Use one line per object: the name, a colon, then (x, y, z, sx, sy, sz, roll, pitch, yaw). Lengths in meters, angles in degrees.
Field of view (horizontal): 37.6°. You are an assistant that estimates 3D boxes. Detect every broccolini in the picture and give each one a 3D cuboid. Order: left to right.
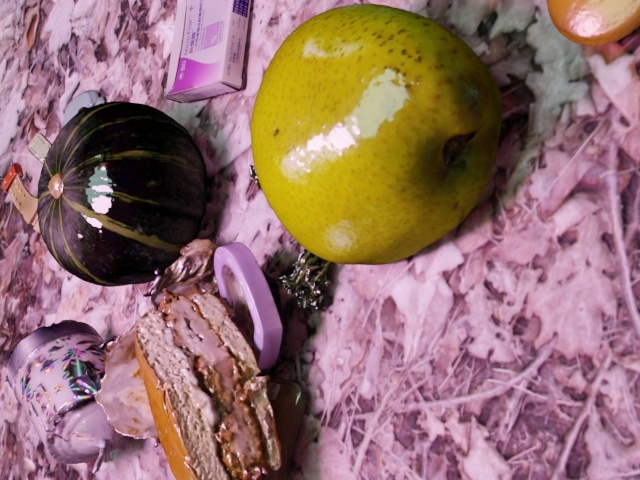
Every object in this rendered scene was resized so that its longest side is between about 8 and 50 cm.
broccolini: (0.007, 0.004, 1.341, 0.201, 0.074, 0.058, -64, 28, 12)

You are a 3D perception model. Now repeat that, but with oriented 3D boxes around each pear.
pear: (0.077, -0.148, 1.178, 0.318, 0.238, 0.342, -6, 78, 54)

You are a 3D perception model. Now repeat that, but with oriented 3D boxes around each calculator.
calculator: (-0.489, -0.260, 1.938, 0.153, 0.021, 0.095, -13, 73, 47)

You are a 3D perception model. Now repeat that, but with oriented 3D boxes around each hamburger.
hamburger: (-0.163, 0.230, 1.338, 0.282, 0.155, 0.245, 38, 134, 50)

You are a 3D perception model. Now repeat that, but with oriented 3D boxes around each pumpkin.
pumpkin: (-0.340, -0.078, 1.586, 0.323, 0.241, 0.323, -12, 72, 41)

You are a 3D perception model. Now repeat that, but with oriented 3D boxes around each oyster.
oyster: (-0.242, 0.154, 1.497, 0.198, 0.133, 0.337, 18, 90, 10)

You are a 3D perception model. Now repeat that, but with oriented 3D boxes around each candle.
candle: (-0.411, 0.288, 1.625, 0.330, 0.187, 0.187, 44, 113, 40)

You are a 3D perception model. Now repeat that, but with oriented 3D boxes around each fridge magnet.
fridge magnet: (0.325, -0.290, 1.069, 0.143, 0.063, 0.143, -10, 75, 43)

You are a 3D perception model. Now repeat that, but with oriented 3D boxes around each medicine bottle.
medicine bottle: (-0.192, -0.347, 1.628, 0.171, 0.052, 0.201, -1, 80, 46)

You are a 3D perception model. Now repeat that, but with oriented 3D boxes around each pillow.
pillow: (-0.079, 0.309, 1.387, 0.130, 0.033, 0.217, 3, 84, 49)

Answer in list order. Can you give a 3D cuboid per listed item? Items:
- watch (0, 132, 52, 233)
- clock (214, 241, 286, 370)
watch: (-0.539, -0.107, 1.840, 0.268, 0.165, 0.102, 46, 116, 17)
clock: (-0.093, 0.102, 1.388, 0.172, 0.064, 0.198, 24, 126, 59)
